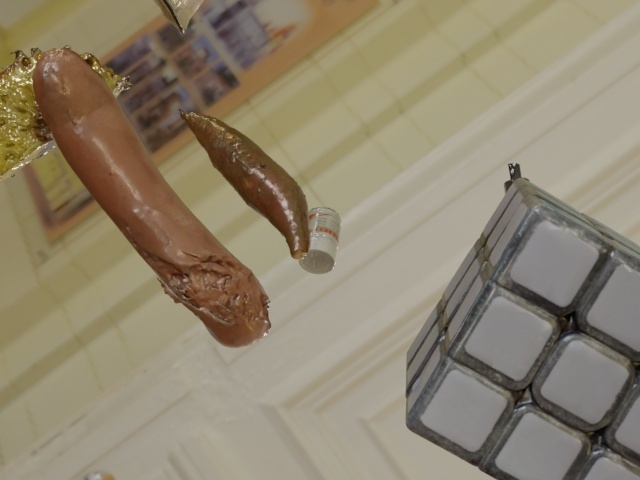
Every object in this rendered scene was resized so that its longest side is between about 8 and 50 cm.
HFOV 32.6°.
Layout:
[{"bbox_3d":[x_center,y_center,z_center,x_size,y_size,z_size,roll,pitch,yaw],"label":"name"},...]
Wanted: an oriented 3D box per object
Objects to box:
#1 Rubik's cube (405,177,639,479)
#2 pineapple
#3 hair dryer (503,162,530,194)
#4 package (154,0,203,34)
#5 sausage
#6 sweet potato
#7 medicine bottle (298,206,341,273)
[{"bbox_3d":[0.298,0.132,1.336,0.301,0.304,0.305,30,9,-1],"label":"Rubik's cube"},{"bbox_3d":[-0.376,-0.193,1.448,0.135,0.233,0.079,53,-14,1],"label":"pineapple"},{"bbox_3d":[0.407,0.030,1.945,0.155,0.284,0.320,4,-19,30],"label":"hair dryer"},{"bbox_3d":[-0.194,-0.431,1.264,0.311,0.165,0.221,60,-1,-38],"label":"package"},{"bbox_3d":[-0.147,-0.031,0.941,0.304,0.078,0.078,52,1,-7],"label":"sausage"},{"bbox_3d":[-0.089,-0.089,1.342,0.314,0.066,0.072,47,-35,35],"label":"sweet potato"},{"bbox_3d":[0.000,0.000,1.628,0.057,0.057,0.089,53,33,-36],"label":"medicine bottle"}]
